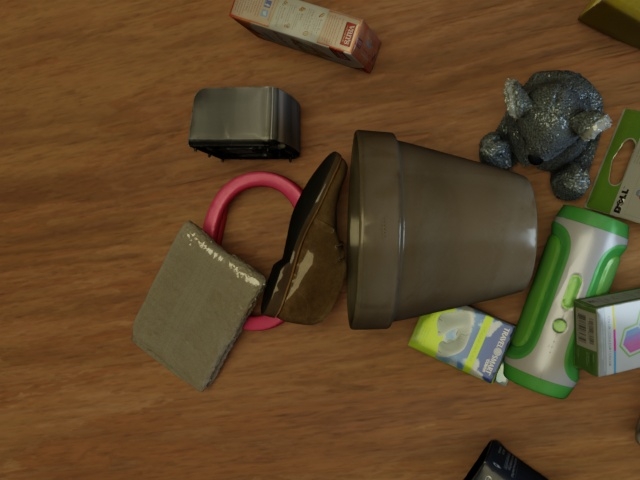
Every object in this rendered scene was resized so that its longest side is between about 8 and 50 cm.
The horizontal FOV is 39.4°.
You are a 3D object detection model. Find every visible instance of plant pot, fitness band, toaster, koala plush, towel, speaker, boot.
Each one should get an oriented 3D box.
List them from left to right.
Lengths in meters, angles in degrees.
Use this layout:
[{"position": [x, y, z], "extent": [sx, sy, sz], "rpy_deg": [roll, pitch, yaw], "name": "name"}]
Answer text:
[{"position": [-0.223, 0.124, 1.616], "extent": [0.187, 0.049, 0.282], "rpy_deg": [36, 116, 9], "name": "towel"}, {"position": [-0.123, -0.201, 1.576], "extent": [0.185, 0.168, 0.110], "rpy_deg": [1, 88, 16], "name": "toaster"}, {"position": [-0.116, 0.019, 1.627], "extent": [0.209, 0.054, 0.291], "rpy_deg": [10, 92, 15], "name": "fitness band"}, {"position": [0.000, 0.000, 1.543], "extent": [0.115, 0.112, 0.305], "rpy_deg": [19, 96, -12], "name": "boot"}, {"position": [0.188, -0.015, 1.437], "extent": [0.280, 0.323, 0.323], "rpy_deg": [1, 88, -1], "name": "plant pot"}, {"position": [0.363, -0.190, 1.416], "extent": [0.196, 0.221, 0.203], "rpy_deg": [25, 94, 15], "name": "koala plush"}, {"position": [0.395, 0.098, 1.445], "extent": [0.131, 0.131, 0.297], "rpy_deg": [20, 94, 15], "name": "speaker"}, {"position": [0.558, -0.391, 1.387], "extent": [0.187, 0.212, 0.212], "rpy_deg": [36, 98, 1], "name": "plant pot"}]

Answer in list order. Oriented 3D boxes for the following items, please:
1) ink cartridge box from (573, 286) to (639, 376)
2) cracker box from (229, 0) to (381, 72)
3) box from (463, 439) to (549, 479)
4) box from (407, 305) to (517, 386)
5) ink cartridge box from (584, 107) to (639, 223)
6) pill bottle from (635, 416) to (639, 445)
[{"position": [0.496, 0.133, 1.386], "extent": [0.209, 0.062, 0.109], "rpy_deg": [-9, 102, -19], "name": "ink cartridge box"}, {"position": [-0.023, -0.368, 1.560], "extent": [0.232, 0.155, 0.067], "rpy_deg": [20, 94, 15], "name": "cracker box"}, {"position": [0.311, 0.536, 1.430], "extent": [0.294, 0.183, 0.296], "rpy_deg": [34, 97, 12], "name": "box"}, {"position": [0.252, 0.168, 1.528], "extent": [0.178, 0.042, 0.109], "rpy_deg": [23, 95, 15], "name": "box"}, {"position": [0.581, -0.095, 1.429], "extent": [0.255, 0.097, 0.189], "rpy_deg": [25, 96, 49], "name": "ink cartridge box"}, {"position": [0.640, 0.308, 1.357], "extent": [0.278, 0.162, 0.162], "rpy_deg": [29, 96, 14], "name": "pill bottle"}]
